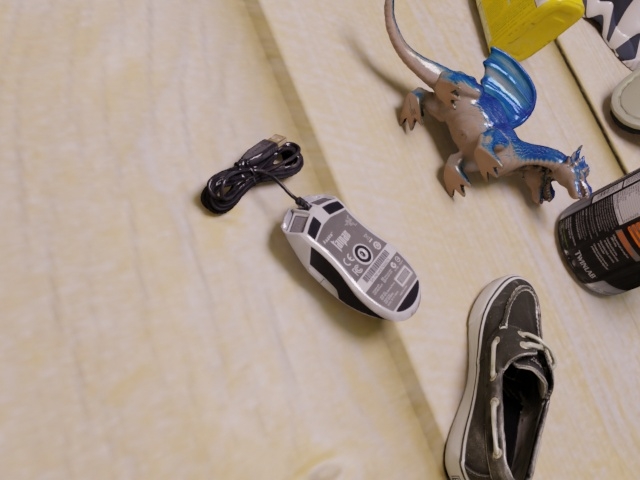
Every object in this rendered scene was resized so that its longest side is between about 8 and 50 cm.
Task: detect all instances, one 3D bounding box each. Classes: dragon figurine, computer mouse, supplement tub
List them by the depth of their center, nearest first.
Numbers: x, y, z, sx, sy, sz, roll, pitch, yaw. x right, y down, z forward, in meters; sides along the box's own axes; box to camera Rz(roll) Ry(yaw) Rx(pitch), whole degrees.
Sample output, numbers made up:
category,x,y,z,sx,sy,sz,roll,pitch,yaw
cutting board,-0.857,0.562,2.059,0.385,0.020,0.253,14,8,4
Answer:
category,x,y,z,sx,sy,sz,roll,pitch,yaw
computer mouse,0.000,0.000,0.546,0.193,0.042,0.106,44,47,0
supplement tub,0.357,-0.024,0.690,0.117,0.190,0.117,14,61,-27
dragon figurine,0.165,-0.141,0.691,0.144,0.085,0.289,-34,88,-39

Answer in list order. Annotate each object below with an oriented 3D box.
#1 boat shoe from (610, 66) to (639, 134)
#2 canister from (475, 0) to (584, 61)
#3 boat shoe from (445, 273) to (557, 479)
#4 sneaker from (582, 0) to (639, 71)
category,x,y,z,sx,sy,sz,roll,pitch,yaw
boat shoe,0.554,-0.204,0.939,0.340,0.113,0.127,-23,67,-10
canister,0.241,-0.320,0.804,0.073,0.126,0.170,3,68,-32
boat shoe,0.172,0.117,0.579,0.077,0.070,0.219,32,54,-16
sneaker,0.486,-0.347,0.955,0.235,0.153,0.094,43,53,-7
